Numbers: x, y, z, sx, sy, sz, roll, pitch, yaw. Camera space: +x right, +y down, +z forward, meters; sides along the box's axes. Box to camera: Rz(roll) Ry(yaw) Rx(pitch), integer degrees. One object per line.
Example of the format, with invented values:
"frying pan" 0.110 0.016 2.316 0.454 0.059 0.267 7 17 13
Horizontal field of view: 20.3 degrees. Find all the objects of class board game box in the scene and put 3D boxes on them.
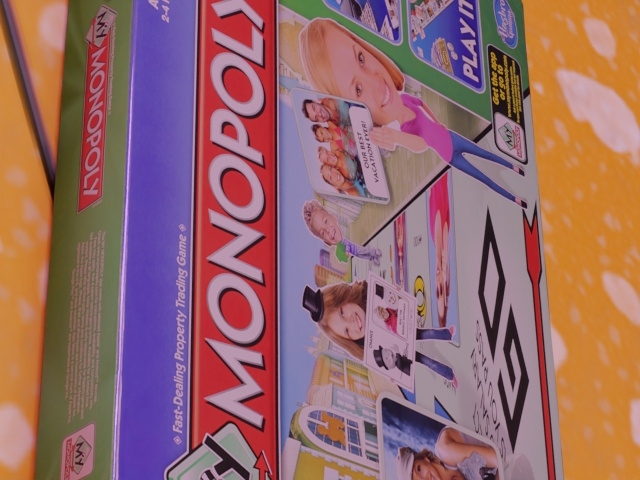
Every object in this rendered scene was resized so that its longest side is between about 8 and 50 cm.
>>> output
"board game box" 0.000 0.000 0.659 0.213 0.046 0.317 25 50 -37
